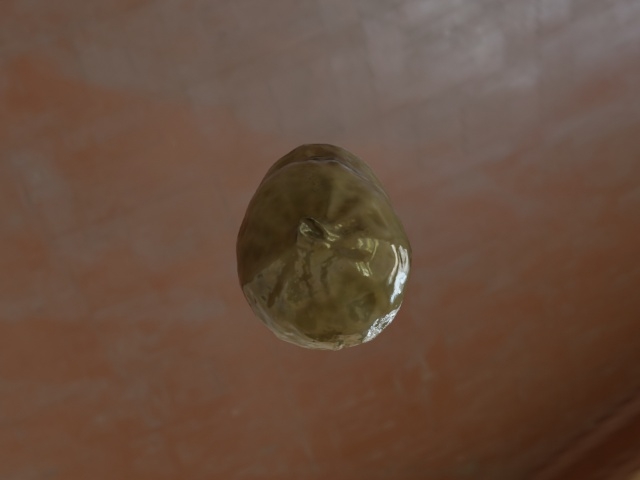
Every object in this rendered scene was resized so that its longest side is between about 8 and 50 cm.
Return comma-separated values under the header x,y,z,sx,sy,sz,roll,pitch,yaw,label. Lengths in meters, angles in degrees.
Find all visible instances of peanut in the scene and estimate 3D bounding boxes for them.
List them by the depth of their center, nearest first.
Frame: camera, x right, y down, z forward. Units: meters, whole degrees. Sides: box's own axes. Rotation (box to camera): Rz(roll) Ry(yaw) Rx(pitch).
x,y,z,sx,sy,sz,roll,pitch,yaw,label
0.000,0.000,1.390,0.129,0.224,0.129,-2,107,-5,peanut
